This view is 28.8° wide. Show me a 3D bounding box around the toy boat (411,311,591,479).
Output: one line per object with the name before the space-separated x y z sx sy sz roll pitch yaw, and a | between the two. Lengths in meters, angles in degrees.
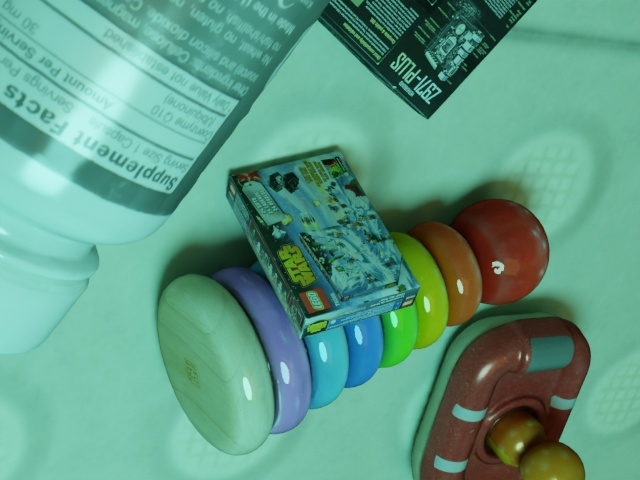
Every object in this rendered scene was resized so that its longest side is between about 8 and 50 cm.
toy boat | 0.186 0.189 1.155 0.151 0.151 0.231 -3 123 -30

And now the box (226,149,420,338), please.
box | 0.000 0.000 0.912 0.093 0.137 0.027 -14 147 -23

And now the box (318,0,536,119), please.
box | 0.056 -0.195 0.848 0.147 0.077 0.180 -48 133 6

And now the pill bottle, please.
pill bottle | -0.125 -0.128 0.695 0.204 0.204 0.361 29 103 -42

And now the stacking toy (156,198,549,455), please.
stacking toy | 0.042 0.046 0.994 0.330 0.141 0.141 -21 131 -28
